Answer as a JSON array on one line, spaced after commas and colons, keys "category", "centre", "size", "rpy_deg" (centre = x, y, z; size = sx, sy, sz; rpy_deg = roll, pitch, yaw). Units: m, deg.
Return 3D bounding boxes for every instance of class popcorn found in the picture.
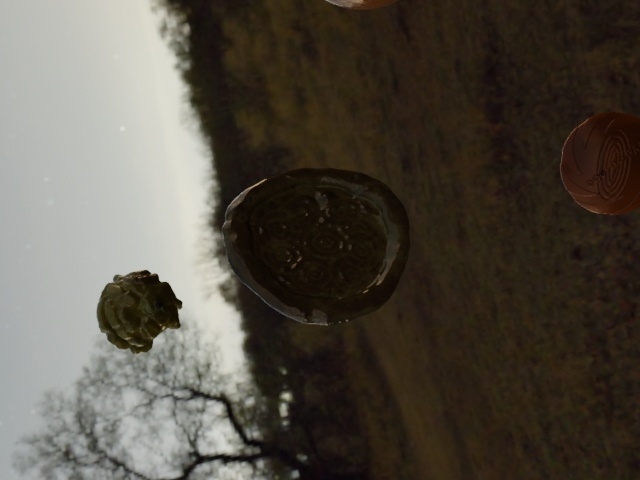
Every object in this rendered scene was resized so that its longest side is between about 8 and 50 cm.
[{"category": "popcorn", "centre": [-0.364, 0.141, 1.859], "size": [0.142, 0.173, 0.173], "rpy_deg": [93, 165, -50]}]

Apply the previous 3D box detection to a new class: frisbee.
[{"category": "frisbee", "centre": [0.540, -0.141, 1.697], "size": [0.035, 0.192, 0.192], "rpy_deg": [-68, -35, -83]}]

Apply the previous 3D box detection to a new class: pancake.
[{"category": "pancake", "centre": [0.000, 0.000, 1.214], "size": [0.031, 0.250, 0.250], "rpy_deg": [100, 158, -57]}]

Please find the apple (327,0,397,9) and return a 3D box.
[{"category": "apple", "centre": [0.081, -0.545, 1.661], "size": [0.253, 0.253, 0.253], "rpy_deg": [166, 90, -87]}]
